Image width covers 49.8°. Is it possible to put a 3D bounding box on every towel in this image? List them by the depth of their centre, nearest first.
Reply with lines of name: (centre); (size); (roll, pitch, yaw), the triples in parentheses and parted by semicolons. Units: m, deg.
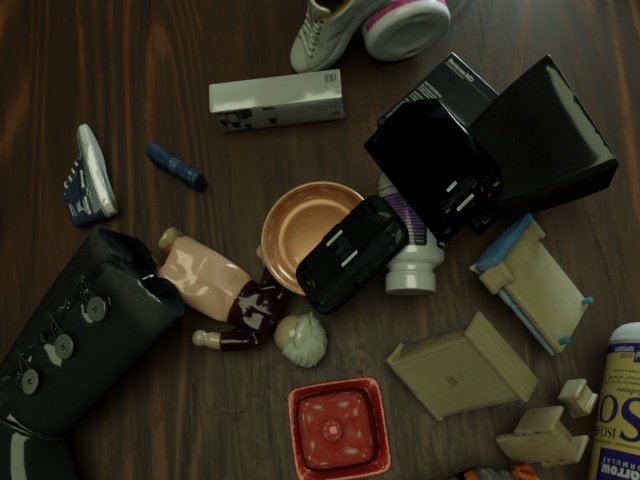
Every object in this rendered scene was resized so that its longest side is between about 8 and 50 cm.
towel: (-0.268, -0.134, 1.277); (0.119, 0.067, 0.029); (33, 80, 13)

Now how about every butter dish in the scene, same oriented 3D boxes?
butter dish: (0.024, 0.303, 1.103); (0.160, 0.118, 0.160); (-10, 74, 4)

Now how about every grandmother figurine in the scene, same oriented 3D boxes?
grandmother figurine: (-0.135, 0.102, 1.188); (0.342, 0.104, 0.208); (31, 89, 10)

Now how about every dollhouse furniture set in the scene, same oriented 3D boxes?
dollhouse furniture set: (0.312, 0.161, 1.136); (0.286, 0.198, 0.303); (49, 53, -6)

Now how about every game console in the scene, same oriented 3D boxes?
game console: (0.092, -0.041, 1.062); (0.361, 0.044, 0.213); (-45, 55, 18)

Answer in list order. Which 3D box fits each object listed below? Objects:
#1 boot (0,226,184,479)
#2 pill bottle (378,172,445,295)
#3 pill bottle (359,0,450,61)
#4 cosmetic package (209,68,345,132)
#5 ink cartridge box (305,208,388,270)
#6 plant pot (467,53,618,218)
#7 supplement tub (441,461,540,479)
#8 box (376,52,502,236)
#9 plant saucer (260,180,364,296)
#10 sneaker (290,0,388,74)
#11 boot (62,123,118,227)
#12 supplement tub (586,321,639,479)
boot: (-0.368, 0.253, 1.108); (0.367, 0.146, 0.445); (44, 94, 16)
pill bottle: (0.145, -0.012, 1.109); (0.108, 0.108, 0.194); (0, 76, 7)
pill bottle: (0.121, -0.494, 1.278); (0.160, 0.160, 0.283); (-18, 74, 2)
cosmetic package: (-0.076, -0.253, 1.271); (0.238, 0.099, 0.061); (-6, 77, 6)
ink cartridge box: (0.087, -0.002, 1.204); (0.209, 0.062, 0.109); (-13, 75, 3)
plant pot: (0.322, -0.135, 1.054); (0.167, 0.188, 0.188); (-30, 75, 12)
supplement tub: (0.189, 0.456, 1.005); (0.315, 0.193, 0.194); (-22, 74, 0)
box: (0.254, -0.167, 1.207); (0.184, 0.103, 0.261); (-42, 76, -2)
plant saucer: (0.000, 0.000, 1.162); (0.199, 0.037, 0.200); (-2, 76, 8)
sneaker: (0.003, -0.397, 1.209); (0.123, 0.290, 0.106); (-7, 69, -38)
boot: (-0.448, -0.122, 1.292); (0.086, 0.069, 0.190); (-20, 76, -2)
supplement tub: (0.515, 0.303, 0.982); (0.240, 0.241, 0.332); (13, 77, 10)
